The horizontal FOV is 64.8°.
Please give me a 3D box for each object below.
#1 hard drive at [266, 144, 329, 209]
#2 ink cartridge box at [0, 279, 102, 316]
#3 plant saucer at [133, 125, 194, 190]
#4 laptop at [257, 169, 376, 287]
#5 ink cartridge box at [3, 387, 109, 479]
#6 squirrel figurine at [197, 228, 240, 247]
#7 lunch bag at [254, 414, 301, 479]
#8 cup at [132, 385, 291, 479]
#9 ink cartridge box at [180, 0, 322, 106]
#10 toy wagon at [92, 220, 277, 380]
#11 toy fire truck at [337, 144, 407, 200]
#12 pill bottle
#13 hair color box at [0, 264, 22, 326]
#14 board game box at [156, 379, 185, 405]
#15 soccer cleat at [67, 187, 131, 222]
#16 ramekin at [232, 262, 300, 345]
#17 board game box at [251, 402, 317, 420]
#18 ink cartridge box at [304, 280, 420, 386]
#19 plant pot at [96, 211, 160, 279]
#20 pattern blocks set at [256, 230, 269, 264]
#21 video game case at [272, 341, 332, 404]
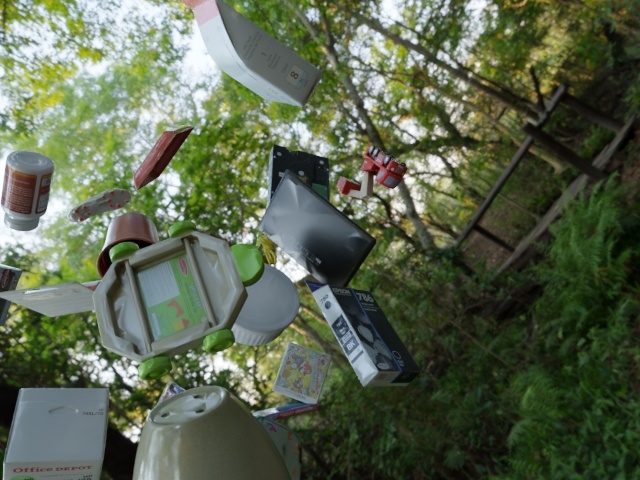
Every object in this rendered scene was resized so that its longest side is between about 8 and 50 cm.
[{"bbox_3d":[-0.083,-0.200,1.926,0.064,0.237,0.338,123,151,-50],"label":"hard drive"},{"bbox_3d":[-0.602,0.118,1.182,0.232,0.189,0.066,80,-179,-65],"label":"ink cartridge box"},{"bbox_3d":[-0.581,-0.318,1.851,0.258,0.048,0.259,-50,11,14],"label":"plant saucer"},{"bbox_3d":[0.000,0.000,1.782,0.236,0.382,0.407,-30,-25,-54],"label":"laptop"},{"bbox_3d":[-0.631,0.514,1.210,0.197,0.198,0.269,-112,37,-49],"label":"ink cartridge box"},{"bbox_3d":[-0.397,0.091,2.160,0.397,0.371,0.280,-119,38,-62],"label":"squirrel figurine"},{"bbox_3d":[-0.146,0.610,1.356,0.279,0.108,0.223,50,-150,-45],"label":"lunch bag"},{"bbox_3d":[-0.247,0.450,1.056,0.331,0.332,0.236,-29,-72,-64],"label":"cup"},{"bbox_3d":[-0.214,-0.425,1.066,0.091,0.385,0.308,-60,26,6],"label":"ink cartridge box"},{"bbox_3d":[-0.241,0.090,0.944,0.345,0.267,0.068,-22,-27,-8],"label":"toy wagon"},{"bbox_3d":[0.112,-0.140,1.134,0.135,0.047,0.192,-63,27,15],"label":"toy fire truck"},{"bbox_3d":[-0.847,-0.139,1.452,0.121,0.121,0.216,-33,-28,-61],"label":"pill bottle"},{"bbox_3d":[-1.147,0.132,1.555,0.113,0.375,0.185,64,-141,-79],"label":"hair color box"},{"bbox_3d":[-0.498,0.599,1.713,0.060,0.194,0.194,34,-106,-36],"label":"board game box"},{"bbox_3d":[-0.682,-0.111,1.552,0.196,0.076,0.068,-32,-67,-36],"label":"soccer cleat"},{"bbox_3d":[-0.210,0.206,1.589,0.273,0.273,0.127,-43,-16,-44],"label":"ramekin"},{"bbox_3d":[-0.164,0.636,1.855,0.282,0.027,0.145,2,-15,-39],"label":"board game box"},{"bbox_3d":[0.098,0.207,1.249,0.166,0.332,0.065,12,-57,-43],"label":"ink cartridge box"},{"bbox_3d":[-0.794,0.030,2.139,0.273,0.265,0.272,-10,-54,-14],"label":"plant pot"},{"bbox_3d":[-0.229,0.091,1.909,0.324,0.026,0.285,-62,-20,-67],"label":"pattern blocks set"},{"bbox_3d":[-0.081,0.588,2.229,0.026,0.207,0.226,52,-125,-78],"label":"video game case"}]
